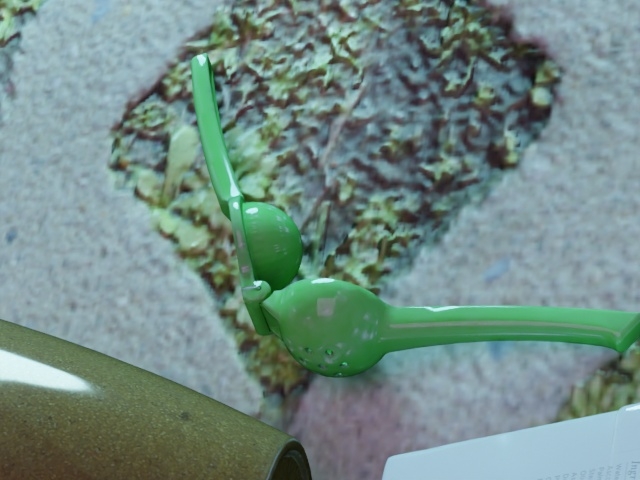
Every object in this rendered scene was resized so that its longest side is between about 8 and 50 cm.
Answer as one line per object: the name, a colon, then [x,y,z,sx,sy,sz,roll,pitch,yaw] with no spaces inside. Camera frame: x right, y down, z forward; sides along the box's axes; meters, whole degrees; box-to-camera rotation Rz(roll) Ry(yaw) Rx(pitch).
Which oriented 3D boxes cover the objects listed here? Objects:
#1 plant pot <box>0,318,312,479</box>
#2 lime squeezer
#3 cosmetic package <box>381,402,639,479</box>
plant pot: [-0.139,0.137,0.743,0.254,0.237,0.237,4,66,13]
lime squeezer: [0.000,0.000,0.827,0.310,0.059,0.110,33,83,36]
cosmetic package: [0.127,0.212,0.528,0.284,0.097,0.377,-18,36,32]
